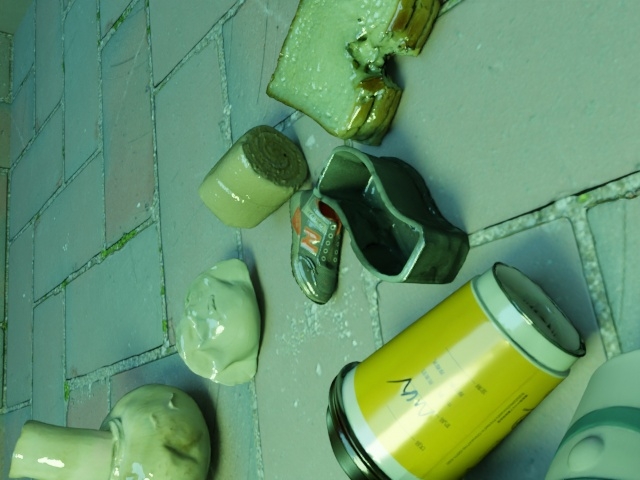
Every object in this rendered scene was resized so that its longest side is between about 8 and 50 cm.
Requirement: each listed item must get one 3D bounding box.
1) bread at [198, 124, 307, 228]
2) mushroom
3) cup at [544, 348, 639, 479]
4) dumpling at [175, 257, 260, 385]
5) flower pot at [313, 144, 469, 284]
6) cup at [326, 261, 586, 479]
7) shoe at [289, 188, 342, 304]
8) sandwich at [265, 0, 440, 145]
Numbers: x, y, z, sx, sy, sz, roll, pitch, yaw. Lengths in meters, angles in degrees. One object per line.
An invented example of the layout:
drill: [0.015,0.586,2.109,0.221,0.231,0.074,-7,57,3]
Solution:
bread: [-0.115,-0.106,1.061,0.134,0.148,0.141,49,128,-4]
mushroom: [-0.374,0.441,1.189,0.355,0.315,0.315,-11,73,9]
cup: [0.291,0.249,0.442,0.289,0.257,0.219,44,147,-1]
dumpling: [-0.185,0.147,1.109,0.124,0.151,0.229,139,129,-72]
flower pot: [0.095,-0.035,0.833,0.103,0.108,0.229,-57,48,28]
cup: [0.145,0.163,0.696,0.280,0.196,0.196,-50,50,23]
shoe: [0.000,0.002,0.970,0.077,0.074,0.195,-23,66,40]
sandwich: [0.048,-0.304,0.938,0.249,0.095,0.273,44,118,44]
